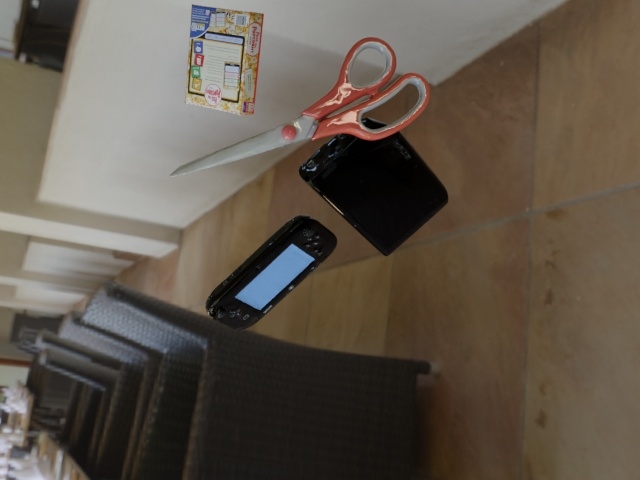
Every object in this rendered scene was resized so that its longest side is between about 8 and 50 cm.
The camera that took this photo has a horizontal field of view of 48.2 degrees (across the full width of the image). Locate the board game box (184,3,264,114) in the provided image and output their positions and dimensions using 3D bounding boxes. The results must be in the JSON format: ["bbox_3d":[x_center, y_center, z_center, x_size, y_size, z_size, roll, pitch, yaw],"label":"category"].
[{"bbox_3d":[-0.192,-0.354,1.402,0.146,0.045,0.194,17,108,27],"label":"board game box"}]

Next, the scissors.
[{"bbox_3d":[-0.013,-0.116,0.783,0.297,0.109,0.021,-36,5,-11],"label":"scissors"}]

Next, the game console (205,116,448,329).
[{"bbox_3d":[0.000,0.000,0.996,0.361,0.213,0.044,-42,44,8],"label":"game console"}]
